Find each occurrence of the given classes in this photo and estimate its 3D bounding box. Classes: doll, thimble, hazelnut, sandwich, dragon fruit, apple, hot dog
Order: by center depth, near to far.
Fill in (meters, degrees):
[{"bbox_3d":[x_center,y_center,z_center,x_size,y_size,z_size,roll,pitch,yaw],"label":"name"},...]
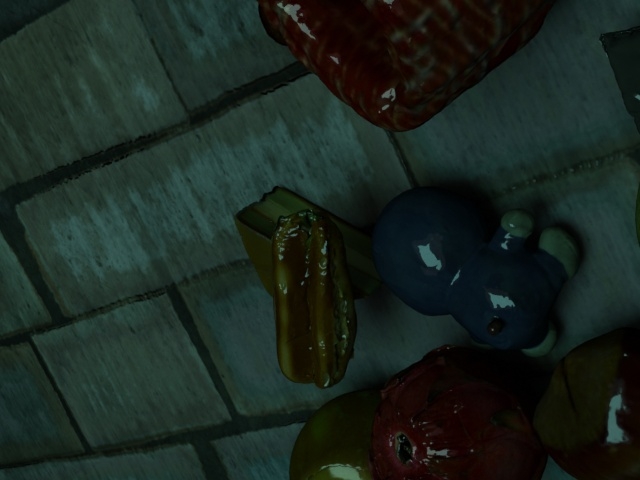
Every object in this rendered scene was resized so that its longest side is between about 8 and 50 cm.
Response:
[{"bbox_3d":[0.076,-0.313,1.419,0.350,0.230,0.350,47,165,16],"label":"thimble"},{"bbox_3d":[0.377,0.212,1.602,0.212,0.181,0.181,-46,55,42],"label":"hazelnut"},{"bbox_3d":[0.185,0.038,1.672,0.258,0.154,0.228,34,135,28],"label":"doll"},{"bbox_3d":[0.182,0.254,1.709,0.241,0.252,0.241,-12,65,27],"label":"dragon fruit"},{"bbox_3d":[-0.007,0.079,1.728,0.115,0.072,0.269,19,124,28],"label":"hot dog"},{"bbox_3d":[0.000,0.000,1.805,0.187,0.117,0.144,-6,114,42],"label":"sandwich"},{"bbox_3d":[0.069,0.333,1.878,0.237,0.207,0.237,20,128,28],"label":"apple"}]

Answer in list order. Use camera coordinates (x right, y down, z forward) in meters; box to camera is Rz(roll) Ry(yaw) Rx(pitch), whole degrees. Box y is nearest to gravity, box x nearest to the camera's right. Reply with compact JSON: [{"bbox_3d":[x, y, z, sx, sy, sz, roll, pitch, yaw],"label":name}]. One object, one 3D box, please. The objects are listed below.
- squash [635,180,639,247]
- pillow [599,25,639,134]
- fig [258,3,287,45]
[{"bbox_3d":[0.379,-0.068,1.353,0.094,0.094,0.341,31,134,21],"label":"squash"},{"bbox_3d":[0.461,-0.107,1.390,0.228,0.101,0.326,-14,103,46],"label":"pillow"},{"bbox_3d":[-0.018,-0.308,1.679,0.125,0.089,0.089,-35,90,26],"label":"fig"}]
